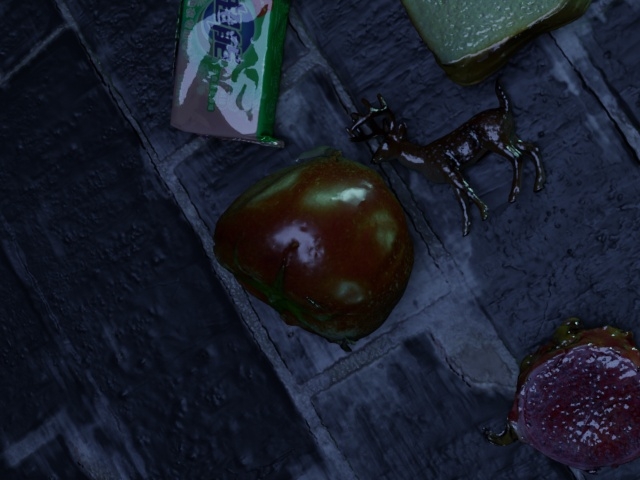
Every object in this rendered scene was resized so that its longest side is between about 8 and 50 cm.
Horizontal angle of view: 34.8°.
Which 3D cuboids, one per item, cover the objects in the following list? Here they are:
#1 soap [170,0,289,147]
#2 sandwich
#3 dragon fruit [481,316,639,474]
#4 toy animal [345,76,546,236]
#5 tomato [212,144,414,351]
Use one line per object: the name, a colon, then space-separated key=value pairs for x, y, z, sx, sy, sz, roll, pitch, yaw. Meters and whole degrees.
soap: x=-0.140 y=-0.297 z=1.643 sx=0.218 sy=0.098 sz=0.273 roll=10 pitch=98 yaw=10
sandwich: x=0.255 y=-0.375 z=1.512 sx=0.251 sy=0.087 sz=0.226 roll=-32 pitch=68 yaw=16
dragon fruit: x=0.378 y=0.223 z=1.498 sx=0.282 sy=0.147 sz=0.211 roll=-22 pitch=96 yaw=20
toy animal: x=0.193 y=-0.140 z=1.568 sx=0.243 sy=0.087 sz=0.260 roll=-30 pitch=80 yaw=2
tomato: x=0.000 y=0.000 z=1.522 sx=0.303 sy=0.303 sz=0.239 roll=33 pitch=74 yaw=13
